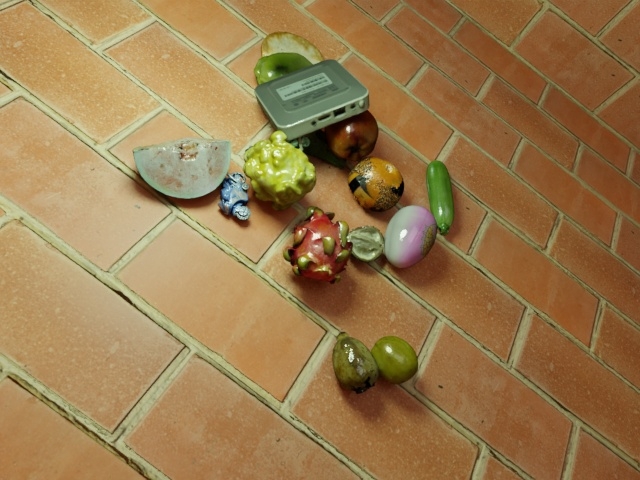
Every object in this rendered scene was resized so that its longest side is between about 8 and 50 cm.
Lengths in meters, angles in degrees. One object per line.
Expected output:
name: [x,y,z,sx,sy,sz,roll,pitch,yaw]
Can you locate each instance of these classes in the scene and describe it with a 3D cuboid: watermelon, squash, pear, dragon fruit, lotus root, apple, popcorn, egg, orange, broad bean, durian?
watermelon: [-0.474,-0.256,1.689,0.322,0.188,0.175,-4,20,-19]
squash: [0.522,-0.201,2.123,0.107,0.107,0.394,12,59,-18]
pear: [0.246,0.400,1.633,0.162,0.148,0.149,43,53,18]
dragon fruit: [-0.009,0.015,1.692,0.228,0.307,0.243,30,95,-24]
lotus root: [0.103,0.393,1.583,0.139,0.138,0.214,-11,54,-29]
apple: [0.123,-0.426,1.936,0.234,0.234,0.233,11,59,-19]
popcorn: [-0.150,-0.243,1.735,0.250,0.242,0.235,56,35,-3]
egg: [0.342,-0.012,1.884,0.196,0.196,0.271,35,72,-3]
orange: [0.228,-0.230,1.965,0.235,0.182,0.234,18,44,-18]
broad bean: [-0.143,-0.704,2.090,0.291,0.119,0.237,-16,73,-30]
durian: [0.147,0.009,1.836,0.189,0.091,0.148,25,75,-22]

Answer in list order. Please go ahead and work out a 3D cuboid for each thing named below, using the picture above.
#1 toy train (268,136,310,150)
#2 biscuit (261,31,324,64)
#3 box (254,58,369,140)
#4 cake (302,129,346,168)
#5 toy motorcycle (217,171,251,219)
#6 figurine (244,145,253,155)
toy train: [-0.119,-0.368,1.872,0.125,0.194,0.080,-15,103,-31]
biscuit: [-0.128,-0.872,2.242,0.309,0.040,0.204,6,61,-22]
box: [-0.039,-0.554,1.870,0.368,0.090,0.373,-25,46,-8]
cake: [0.020,-0.388,2.002,0.236,0.099,0.100,23,57,-13]
toy motorcycle: [-0.313,-0.160,1.738,0.114,0.076,0.204,-3,63,-18]
figurine: [-0.239,-0.310,1.846,0.082,0.094,0.086,48,10,-39]
